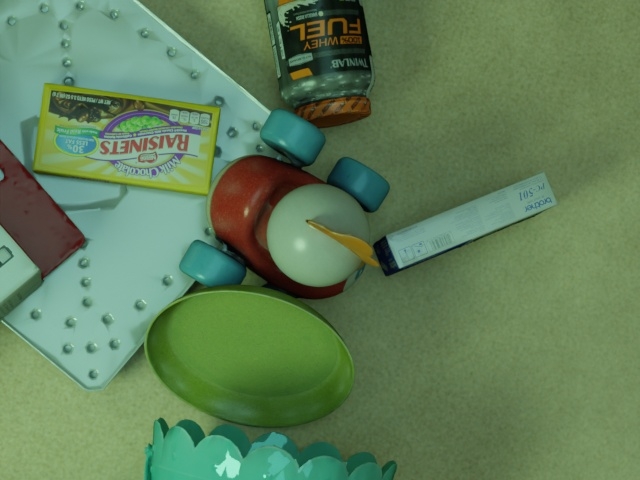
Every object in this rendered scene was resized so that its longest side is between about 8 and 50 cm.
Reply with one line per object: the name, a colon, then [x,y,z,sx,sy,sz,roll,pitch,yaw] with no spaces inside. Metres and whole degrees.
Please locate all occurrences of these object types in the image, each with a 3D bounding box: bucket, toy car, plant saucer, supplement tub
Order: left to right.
plant saucer: [-0.078,0.125,1.777,0.241,0.241,0.037,18,48,-5]
bucket: [-0.065,0.307,1.722,0.281,0.281,0.183,10,86,-6]
toy car: [0.000,0.000,1.750,0.210,0.238,0.219,35,84,-31]
supplement tub: [0.000,-0.234,1.863,0.117,0.117,0.190,-10,85,-9]

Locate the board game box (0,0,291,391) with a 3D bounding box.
board game box: [-0.286,-0.089,1.842,0.390,0.050,0.390,40,80,-1]

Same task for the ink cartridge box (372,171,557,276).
ink cartridge box: [0.171,-0.018,1.871,0.207,0.097,0.046,-22,86,-9]

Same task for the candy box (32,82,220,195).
candy box: [-0.223,-0.116,1.814,0.206,0.027,0.105,7,86,-6]

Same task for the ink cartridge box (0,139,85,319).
ink cartridge box: [-0.455,-0.033,1.724,0.272,0.130,0.309,-42,89,-11]
